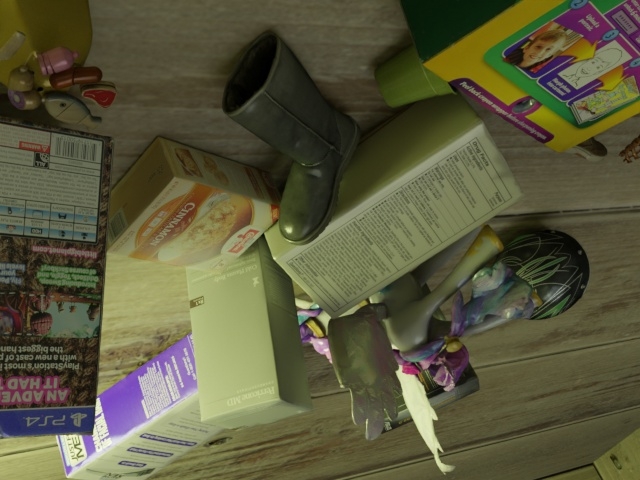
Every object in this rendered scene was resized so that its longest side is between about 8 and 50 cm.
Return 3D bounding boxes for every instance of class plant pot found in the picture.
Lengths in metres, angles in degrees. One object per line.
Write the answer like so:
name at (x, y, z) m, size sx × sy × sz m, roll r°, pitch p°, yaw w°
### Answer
plant pot at (-0.252, -0.173, 0.766) m, size 0.081 × 0.083 × 0.081 m, roll 10°, pitch 135°, yaw -43°
plant pot at (0.109, -0.194, 1.009) m, size 0.079 × 0.083 × 0.083 m, roll -23°, pitch 152°, yaw 20°

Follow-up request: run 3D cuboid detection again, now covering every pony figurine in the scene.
pony figurine at (0.130, 0.127, 1.270) m, size 0.363 × 0.351 × 0.303 m, roll -35°, pitch 137°, yaw 8°

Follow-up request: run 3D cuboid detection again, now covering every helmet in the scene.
helmet at (0.385, 0.061, 1.511) m, size 0.169 × 0.169 × 0.161 m, roll -30°, pitch 166°, yaw 8°

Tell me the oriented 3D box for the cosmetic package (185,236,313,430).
cosmetic package at (-0.100, 0.127, 1.169) m, size 0.127 × 0.238 × 0.107 m, roll -21°, pitch 150°, yaw 19°

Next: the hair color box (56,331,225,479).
hair color box at (-0.256, 0.284, 1.447) m, size 0.338 × 0.110 × 0.185 m, roll -35°, pitch 149°, yaw 13°

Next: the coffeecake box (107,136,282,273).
coffeecake box at (-0.159, -0.037, 1.060) m, size 0.185 × 0.068 × 0.142 m, roll 14°, pitch 131°, yaw -48°

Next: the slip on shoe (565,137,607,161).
slip on shoe at (0.396, -0.154, 1.302) m, size 0.135 × 0.051 × 0.041 m, roll 9°, pitch 124°, yaw -35°

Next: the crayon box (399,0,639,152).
crayon box at (0.321, -0.257, 0.973) m, size 0.313 × 0.106 × 0.363 m, roll -30°, pitch 152°, yaw 30°

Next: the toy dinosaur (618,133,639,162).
toy dinosaur at (0.612, -0.197, 1.337) m, size 0.321 × 0.164 × 0.218 m, roll -8°, pitch 135°, yaw 7°

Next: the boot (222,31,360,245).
boot at (-0.040, -0.107, 0.977) m, size 0.208 × 0.076 × 0.190 m, roll 32°, pitch 75°, yaw -63°

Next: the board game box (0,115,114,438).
board game box at (-0.337, 0.033, 0.799) m, size 0.232 × 0.291 × 0.141 m, roll 7°, pitch 173°, yaw -41°

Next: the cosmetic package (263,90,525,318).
cosmetic package at (0.090, -0.049, 1.129) m, size 0.309 × 0.113 × 0.160 m, roll -33°, pitch 132°, yaw 8°

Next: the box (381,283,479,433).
box at (0.135, 0.184, 1.452) m, size 0.183 × 0.231 × 0.056 m, roll -24°, pitch 146°, yaw -3°

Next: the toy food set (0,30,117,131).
toy food set at (-0.224, -0.133, 0.743) m, size 0.078 × 0.019 × 0.122 m, roll -39°, pitch 147°, yaw 23°
